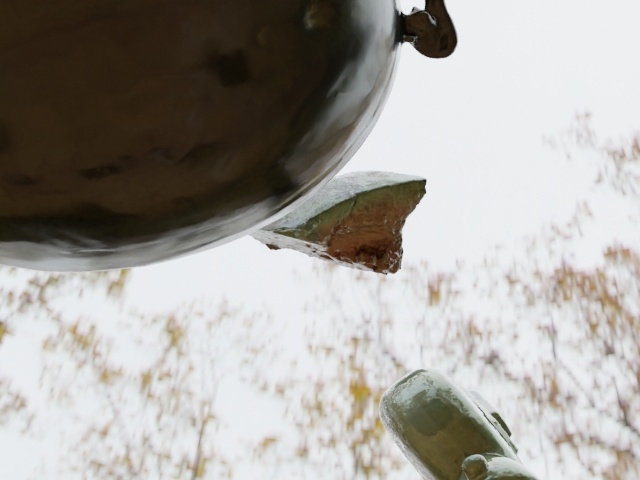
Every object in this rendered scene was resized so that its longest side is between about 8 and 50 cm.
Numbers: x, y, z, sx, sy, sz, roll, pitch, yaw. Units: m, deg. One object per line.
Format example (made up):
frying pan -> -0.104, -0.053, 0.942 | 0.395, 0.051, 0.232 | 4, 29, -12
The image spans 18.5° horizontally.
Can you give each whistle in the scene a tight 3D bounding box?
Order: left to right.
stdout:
whistle -> 0.106, 0.150, 1.246 | 0.067, 0.258, 0.126 | -40, -68, -1

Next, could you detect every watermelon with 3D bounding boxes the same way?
watermelon -> -0.108, -0.122, 1.088 | 0.359, 0.279, 0.279 | -11, -68, 2
watermelon -> -0.005, -0.010, 1.518 | 0.155, 0.101, 0.080 | 14, -63, 45
